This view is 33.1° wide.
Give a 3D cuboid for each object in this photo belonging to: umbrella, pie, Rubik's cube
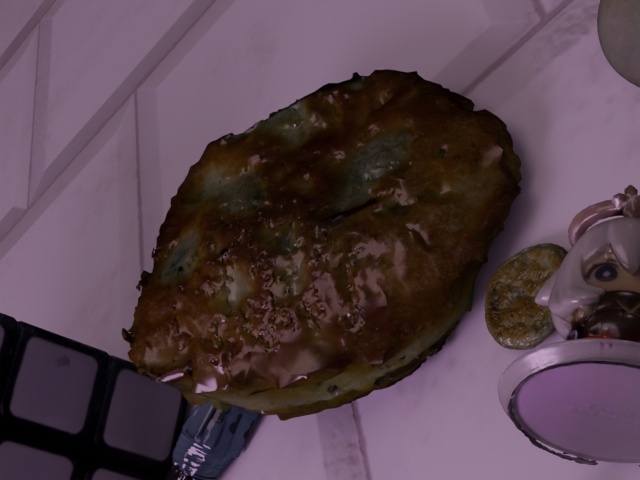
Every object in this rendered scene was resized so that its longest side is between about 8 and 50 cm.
[{"bbox_3d":[-0.086,0.157,0.975,0.250,0.053,0.052,-56,31,7],"label":"umbrella"},{"bbox_3d":[0.000,0.000,0.895,0.355,0.103,0.288,-25,47,14],"label":"pie"},{"bbox_3d":[0.151,0.040,0.771,0.084,0.021,0.084,-33,40,33],"label":"pie"},{"bbox_3d":[-0.353,0.247,1.047,0.305,0.301,0.303,-19,54,47],"label":"Rubik's cube"}]

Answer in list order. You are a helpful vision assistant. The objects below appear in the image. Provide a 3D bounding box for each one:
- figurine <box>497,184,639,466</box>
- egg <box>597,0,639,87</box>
[{"bbox_3d":[0.180,0.045,0.660,0.132,0.132,0.153,-27,36,42],"label":"figurine"},{"bbox_3d":[0.250,-0.158,0.690,0.152,0.114,0.114,-33,44,34],"label":"egg"}]
